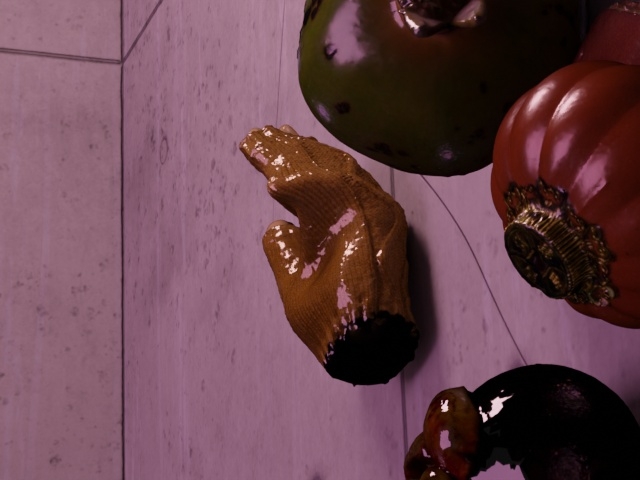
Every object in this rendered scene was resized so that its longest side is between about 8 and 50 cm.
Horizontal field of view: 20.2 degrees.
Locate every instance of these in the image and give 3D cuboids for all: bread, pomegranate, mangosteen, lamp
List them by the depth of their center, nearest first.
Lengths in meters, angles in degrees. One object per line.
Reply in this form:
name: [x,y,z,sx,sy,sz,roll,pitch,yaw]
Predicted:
lamp: [0.235,-0.036,1.405,0.223,0.196,0.223,39,151,27]
mangosteen: [0.155,0.207,1.495,0.211,0.250,0.211,176,90,-87]
bread: [0.260,-0.149,1.545,0.119,0.067,0.192,-105,27,-43]
pomegranate: [0.094,-0.202,1.626,0.290,0.323,0.291,-1,88,28]

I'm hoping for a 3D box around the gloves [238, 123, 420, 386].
gloves: [0.016,0.003,2.076,0.356,0.155,0.203,63,154,30]
